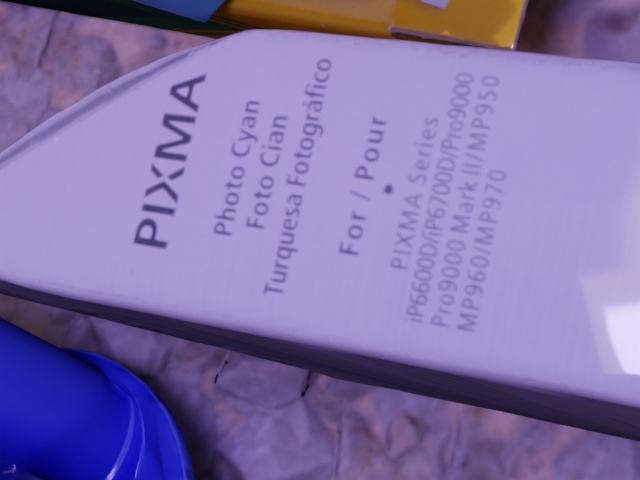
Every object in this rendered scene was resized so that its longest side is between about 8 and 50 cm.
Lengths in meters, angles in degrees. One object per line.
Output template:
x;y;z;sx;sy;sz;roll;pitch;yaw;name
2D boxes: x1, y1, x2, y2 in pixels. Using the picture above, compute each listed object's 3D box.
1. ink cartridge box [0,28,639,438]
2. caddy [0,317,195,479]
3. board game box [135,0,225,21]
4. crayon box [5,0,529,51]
0.000;0.000;0.656;0.385;0.308;0.091;11;85;29;ink cartridge box
-0.206;0.171;0.801;0.341;0.179;0.241;-38;42;15;caddy
-0.072;-0.299;0.772;0.254;0.079;0.336;-45;64;20;board game box
-0.022;-0.191;0.831;0.323;0.083;0.203;13;86;28;crayon box
